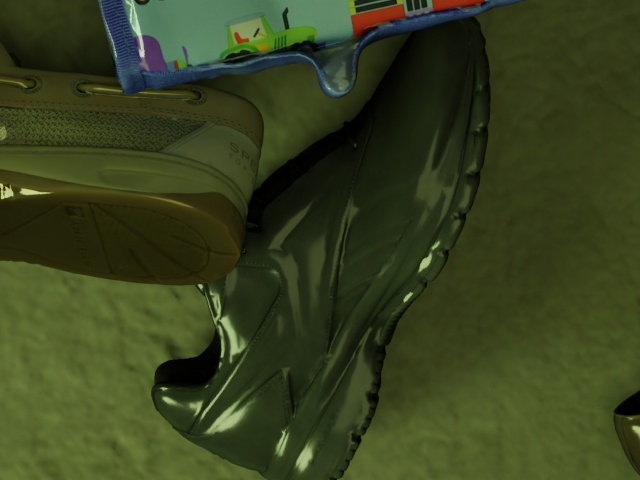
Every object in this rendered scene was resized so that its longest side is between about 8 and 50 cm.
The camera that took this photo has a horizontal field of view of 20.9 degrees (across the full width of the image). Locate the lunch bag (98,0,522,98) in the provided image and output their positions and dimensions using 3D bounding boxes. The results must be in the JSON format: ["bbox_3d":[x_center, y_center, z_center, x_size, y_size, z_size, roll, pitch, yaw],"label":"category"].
[{"bbox_3d":[-0.018,-0.212,0.826,0.221,0.138,0.293,-14,95,-3],"label":"lunch bag"}]

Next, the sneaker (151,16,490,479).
[{"bbox_3d":[0.000,0.000,0.926,0.130,0.109,0.286,24,99,-5],"label":"sneaker"}]

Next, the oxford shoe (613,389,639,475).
[{"bbox_3d":[0.265,0.058,0.977,0.227,0.083,0.096,-38,100,3],"label":"oxford shoe"}]

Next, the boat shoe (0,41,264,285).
[{"bbox_3d":[-0.180,-0.051,0.898,0.302,0.098,0.109,7,148,7],"label":"boat shoe"}]
